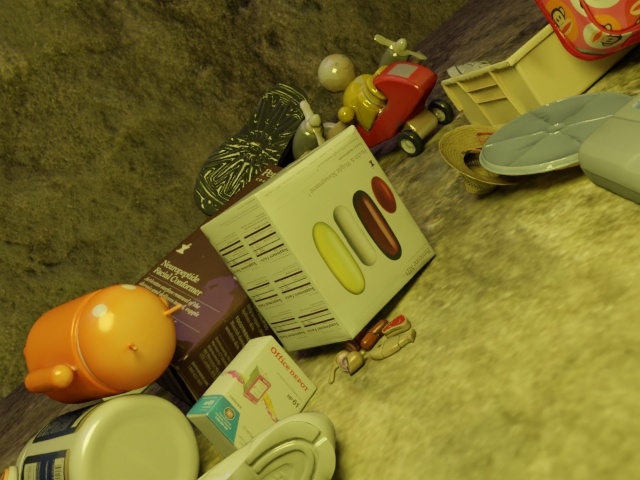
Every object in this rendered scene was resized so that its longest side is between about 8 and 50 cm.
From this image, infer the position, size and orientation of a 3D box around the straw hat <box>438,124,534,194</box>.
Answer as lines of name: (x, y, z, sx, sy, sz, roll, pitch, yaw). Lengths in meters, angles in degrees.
straw hat: (0.225, -0.097, 0.902, 0.144, 0.144, 0.061, -53, -20, -45)

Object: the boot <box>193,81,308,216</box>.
boot: (-0.144, -0.170, 1.684, 0.367, 0.146, 0.445, -50, -6, -7)

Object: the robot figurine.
robot figurine: (-0.261, 0.123, 0.782, 0.219, 0.158, 0.128, -19, 64, 35)

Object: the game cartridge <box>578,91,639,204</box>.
game cartridge: (0.405, -0.147, 0.629, 0.297, 0.062, 0.198, -37, 18, 8)

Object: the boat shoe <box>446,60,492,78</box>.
boat shoe: (0.328, -0.326, 1.348, 0.084, 0.095, 0.258, -33, 21, 14)

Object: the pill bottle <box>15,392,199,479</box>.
pill bottle: (-0.278, 0.282, 0.812, 0.264, 0.153, 0.153, -24, 20, 46)

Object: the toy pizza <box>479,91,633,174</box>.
toy pizza: (0.302, -0.128, 0.825, 0.201, 0.032, 0.201, -23, 23, 10)

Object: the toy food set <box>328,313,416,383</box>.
toy food set: (0.056, 0.117, 0.754, 0.122, 0.019, 0.078, -34, 14, 21)

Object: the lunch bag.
lunch bag: (0.446, -0.389, 0.900, 0.293, 0.258, 0.120, -28, -8, -5)

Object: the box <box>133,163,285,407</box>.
box: (-0.116, 0.061, 0.995, 0.191, 0.143, 0.381, 20, 53, 37)

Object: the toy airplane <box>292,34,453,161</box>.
toy airplane: (0.085, -0.301, 1.494, 0.384, 0.272, 0.386, -35, 14, 19)

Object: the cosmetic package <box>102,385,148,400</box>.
cosmetic package: (-0.355, 0.232, 1.327, 0.231, 0.085, 0.117, -45, 15, -20)

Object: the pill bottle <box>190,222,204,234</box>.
pill bottle: (-0.162, 0.011, 1.369, 0.161, 0.161, 0.283, -47, 15, -31)

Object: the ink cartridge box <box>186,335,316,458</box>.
ink cartridge box: (-0.075, 0.181, 0.739, 0.052, 0.088, 0.122, -23, 20, 49)

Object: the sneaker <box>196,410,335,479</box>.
sneaker: (-0.081, 0.244, 0.603, 0.235, 0.090, 0.095, -35, 1, 2)

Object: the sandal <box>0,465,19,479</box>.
sandal: (-0.428, 0.392, 0.773, 0.102, 0.076, 0.265, 10, 84, 67)

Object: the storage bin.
storage bin: (0.374, -0.313, 1.094, 0.262, 0.123, 0.260, -41, 14, -6)

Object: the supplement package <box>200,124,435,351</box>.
supplement package: (0.000, 0.000, 0.842, 0.194, 0.203, 0.149, -41, 11, -36)
